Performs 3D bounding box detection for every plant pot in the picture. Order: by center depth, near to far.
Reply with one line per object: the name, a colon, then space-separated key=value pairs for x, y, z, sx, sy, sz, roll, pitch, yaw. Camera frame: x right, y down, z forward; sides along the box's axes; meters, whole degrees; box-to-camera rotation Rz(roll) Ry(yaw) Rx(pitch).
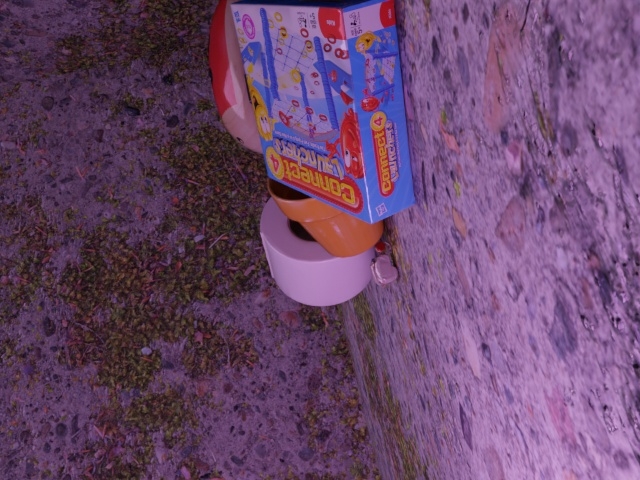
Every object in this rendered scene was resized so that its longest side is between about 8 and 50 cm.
plant pot: x=0.031 y=-0.076 z=1.203 sx=0.205 sy=0.205 sz=0.188 roll=-107 pitch=-10 yaw=-52

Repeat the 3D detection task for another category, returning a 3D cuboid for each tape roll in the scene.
tape roll: x=0.000 y=0.000 z=1.394 sx=0.169 sy=0.246 sz=0.246 roll=81 pitch=175 yaw=-52

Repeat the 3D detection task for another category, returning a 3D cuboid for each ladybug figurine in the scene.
ladybug figurine: x=-0.158 y=-0.415 z=1.499 sx=0.305 sy=0.162 sz=0.449 roll=14 pitch=-110 yaw=-66

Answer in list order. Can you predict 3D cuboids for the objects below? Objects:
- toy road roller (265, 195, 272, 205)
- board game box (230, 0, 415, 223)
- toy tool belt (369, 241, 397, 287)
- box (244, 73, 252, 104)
toy road roller: x=-0.017 y=-0.109 z=2.064 sx=0.329 sy=0.241 sz=0.202 roll=-54 pitch=33 yaw=31
board game box: x=-0.001 y=-0.213 z=0.962 sx=0.308 sy=0.086 sz=0.301 roll=28 pitch=136 yaw=51
toy tool belt: x=0.119 y=0.049 z=1.235 sx=0.051 sy=0.052 sz=0.083 roll=118 pitch=141 yaw=-71
box: x=-0.040 y=-0.299 z=1.249 sx=0.158 sy=0.156 sz=0.093 roll=38 pitch=-151 yaw=-45
